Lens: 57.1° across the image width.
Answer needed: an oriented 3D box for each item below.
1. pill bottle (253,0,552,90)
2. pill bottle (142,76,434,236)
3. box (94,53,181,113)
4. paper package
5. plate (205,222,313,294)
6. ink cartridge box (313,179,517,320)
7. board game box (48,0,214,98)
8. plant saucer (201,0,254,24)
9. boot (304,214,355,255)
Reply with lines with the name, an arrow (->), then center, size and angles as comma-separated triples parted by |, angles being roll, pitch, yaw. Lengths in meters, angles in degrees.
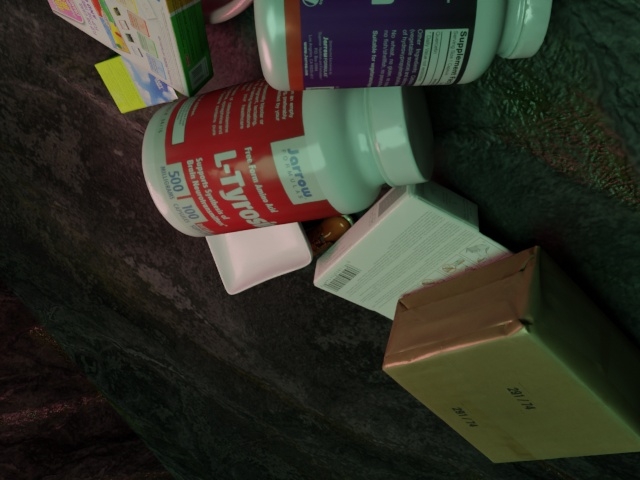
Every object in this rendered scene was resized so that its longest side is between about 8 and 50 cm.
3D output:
pill bottle -> 0.089, -0.274, 0.691 | 0.323, 0.181, 0.181 | -3, 129, 0
pill bottle -> -0.046, -0.141, 0.904 | 0.408, 0.229, 0.229 | -8, 121, 24
box -> -0.345, -0.313, 1.135 | 0.178, 0.042, 0.109 | -2, 124, 36
paper package -> 0.316, 0.203, 0.967 | 0.325, 0.168, 0.309 | 40, 139, -19
plate -> -0.140, -0.054, 1.154 | 0.277, 0.045, 0.277 | -24, 86, 44
ink cartridge box -> 0.172, 0.039, 1.034 | 0.261, 0.066, 0.296 | 26, 137, -19
board game box -> -0.318, -0.388, 0.903 | 0.317, 0.064, 0.242 | 34, 158, 12
plant saucer -> -0.191, -0.488, 0.847 | 0.332, 0.084, 0.332 | 20, 134, 22
boot -> 0.000, 0.000, 1.127 | 0.059, 0.084, 0.158 | 51, 135, -10
